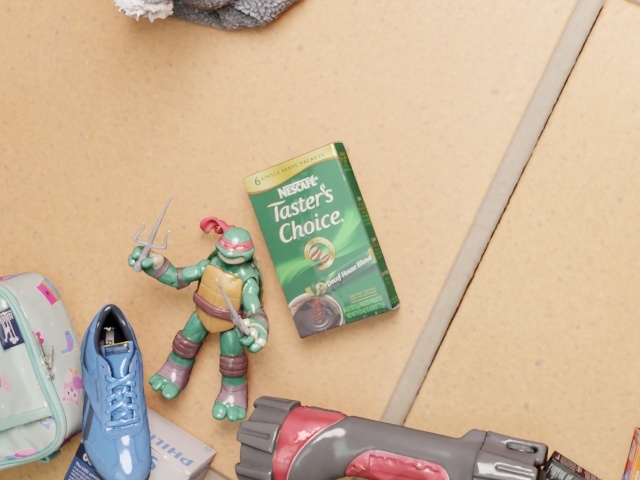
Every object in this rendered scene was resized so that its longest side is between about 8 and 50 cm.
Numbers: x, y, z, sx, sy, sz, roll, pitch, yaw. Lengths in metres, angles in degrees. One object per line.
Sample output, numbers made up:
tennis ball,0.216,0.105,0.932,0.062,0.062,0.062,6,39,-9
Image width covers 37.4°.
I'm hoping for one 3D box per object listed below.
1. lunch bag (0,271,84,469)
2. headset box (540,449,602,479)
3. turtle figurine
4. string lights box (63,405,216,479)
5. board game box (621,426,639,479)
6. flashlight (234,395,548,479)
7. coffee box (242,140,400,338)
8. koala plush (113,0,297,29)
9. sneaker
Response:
lunch bag,-0.407,0.172,1.113,0.279,0.108,0.224,-20,89,20
headset box,0.253,0.260,0.940,0.083,0.032,0.062,30,105,12
turtle figurine,-0.111,0.070,0.998,0.175,0.118,0.234,27,121,30
string lights box,-0.239,0.325,1.090,0.133,0.077,0.259,31,105,13
board game box,0.341,0.327,0.905,0.145,0.027,0.281,11,100,2
flashlight,0.066,0.233,0.952,0.304,0.103,0.103,9,126,24
coffee box,0.000,0.000,0.991,0.113,0.040,0.184,-18,90,20
koala plush,-0.123,-0.295,0.903,0.203,0.221,0.196,22,102,15
sneaker,-0.221,0.163,1.013,0.082,0.069,0.209,111,151,-47
